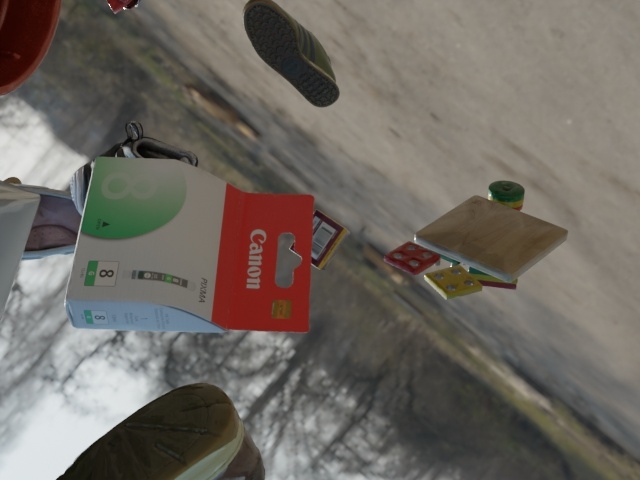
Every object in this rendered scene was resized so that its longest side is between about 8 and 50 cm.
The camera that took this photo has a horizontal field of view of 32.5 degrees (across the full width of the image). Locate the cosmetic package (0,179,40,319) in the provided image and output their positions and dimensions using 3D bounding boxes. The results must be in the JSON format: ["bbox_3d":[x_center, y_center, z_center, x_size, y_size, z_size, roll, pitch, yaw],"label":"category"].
[{"bbox_3d":[-0.401,0.003,0.847,0.230,0.162,0.453,20,-177,-1],"label":"cosmetic package"}]

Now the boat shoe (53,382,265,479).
[{"bbox_3d":[-0.125,0.161,0.550,0.073,0.223,0.080,59,174,-30],"label":"boat shoe"}]

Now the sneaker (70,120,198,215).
[{"bbox_3d":[-0.201,-0.024,1.407,0.269,0.153,0.101,51,-149,8],"label":"sneaker"}]

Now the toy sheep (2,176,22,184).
[{"bbox_3d":[-0.516,-0.041,1.779,0.091,0.132,0.091,19,-177,-1],"label":"toy sheep"}]

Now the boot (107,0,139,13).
[{"bbox_3d":[-0.199,-0.370,1.506,0.244,0.176,0.088,22,169,17],"label":"boot"}]

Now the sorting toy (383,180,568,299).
[{"bbox_3d":[0.194,0.012,1.285,0.132,0.274,0.046,24,127,32],"label":"sorting toy"}]

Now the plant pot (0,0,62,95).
[{"bbox_3d":[-0.474,-0.309,1.233,0.265,0.273,0.272,8,167,17],"label":"plant pot"}]

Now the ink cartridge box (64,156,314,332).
[{"bbox_3d":[-0.120,0.003,1.068,0.224,0.181,0.056,0,141,2],"label":"ink cartridge box"}]

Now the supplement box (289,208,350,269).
[{"bbox_3d":[0.000,0.000,1.218,0.043,0.055,0.083,34,179,4],"label":"supplement box"}]

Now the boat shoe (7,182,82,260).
[{"bbox_3d":[-0.405,-0.026,1.552,0.320,0.118,0.103,4,173,2],"label":"boat shoe"}]

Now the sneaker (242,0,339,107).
[{"bbox_3d":[-0.044,-0.273,1.525,0.192,0.064,0.086,46,-159,-33],"label":"sneaker"}]
